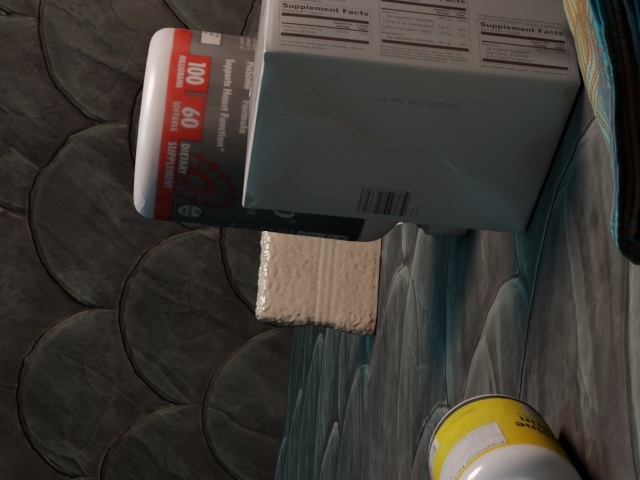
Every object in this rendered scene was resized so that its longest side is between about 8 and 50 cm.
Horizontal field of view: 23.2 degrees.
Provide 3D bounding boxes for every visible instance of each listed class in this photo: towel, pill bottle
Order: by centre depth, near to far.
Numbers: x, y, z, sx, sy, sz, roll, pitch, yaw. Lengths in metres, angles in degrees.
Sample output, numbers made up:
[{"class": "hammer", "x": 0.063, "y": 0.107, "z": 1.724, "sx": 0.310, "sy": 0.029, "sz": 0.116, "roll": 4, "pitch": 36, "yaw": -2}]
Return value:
[{"class": "towel", "x": 0.170, "y": -0.198, "z": 1.038, "sx": 0.271, "sy": 0.040, "sz": 0.370, "roll": 71, "pitch": -171, "yaw": -46}, {"class": "pill bottle", "x": 0.141, "y": 0.188, "z": 1.153, "sx": 0.184, "sy": 0.103, "sz": 0.103, "roll": -108, "pitch": 25, "yaw": -76}, {"class": "pill bottle", "x": -0.013, "y": -0.109, "z": 1.702, "sx": 0.210, "sy": 0.363, "sz": 0.210, "roll": -174, "pitch": 90, "yaw": -85}, {"class": "towel", "x": 0.000, "y": 0.000, "z": 2.373, "sx": 0.049, "sy": 0.187, "sz": 0.282, "roll": 124, "pitch": 152, "yaw": -70}]

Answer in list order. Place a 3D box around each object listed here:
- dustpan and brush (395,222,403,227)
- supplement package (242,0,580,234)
[{"class": "dustpan and brush", "x": 0.135, "y": -0.132, "z": 1.860, "sx": 0.147, "sy": 0.060, "sz": 0.211, "roll": -71, "pitch": -13, "yaw": -50}, {"class": "supplement package", "x": 0.072, "y": -0.132, "z": 1.376, "sx": 0.204, "sy": 0.262, "sz": 0.145, "roll": 103, "pitch": 171, "yaw": -51}]
